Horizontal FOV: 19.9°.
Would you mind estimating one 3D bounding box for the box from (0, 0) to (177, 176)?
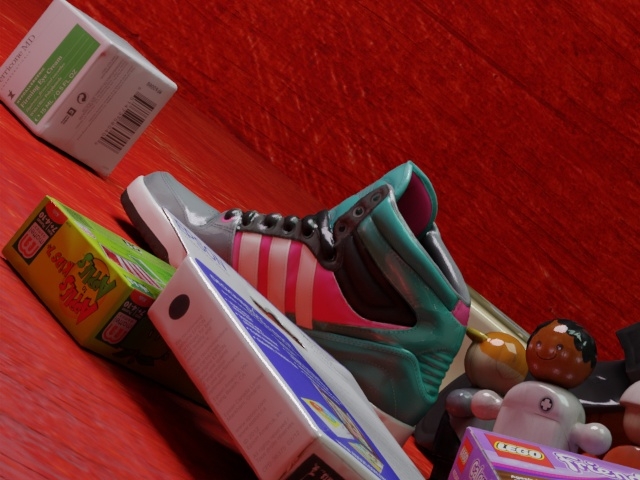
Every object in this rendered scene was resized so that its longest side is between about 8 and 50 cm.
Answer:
[{"bbox_3d":[-0.199,-0.129,1.528,0.087,0.101,0.102,42,5,37],"label":"box"}]

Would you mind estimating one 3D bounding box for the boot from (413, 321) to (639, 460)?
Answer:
[{"bbox_3d":[0.244,0.209,1.520,0.096,0.264,0.280,-93,159,-60],"label":"boot"}]

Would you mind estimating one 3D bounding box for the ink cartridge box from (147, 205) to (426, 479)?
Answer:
[{"bbox_3d":[-0.003,0.099,0.978,0.206,0.045,0.208,44,6,-43],"label":"ink cartridge box"}]

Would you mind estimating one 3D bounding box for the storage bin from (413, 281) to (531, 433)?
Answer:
[{"bbox_3d":[0.146,0.129,1.662,0.262,0.123,0.260,38,4,-12],"label":"storage bin"}]

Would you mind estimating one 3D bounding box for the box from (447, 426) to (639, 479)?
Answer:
[{"bbox_3d":[0.235,0.207,1.101,0.293,0.057,0.201,15,14,-14],"label":"box"}]

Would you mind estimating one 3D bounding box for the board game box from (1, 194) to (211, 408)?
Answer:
[{"bbox_3d":[-0.090,0.046,1.042,0.092,0.043,0.181,44,6,38],"label":"board game box"}]

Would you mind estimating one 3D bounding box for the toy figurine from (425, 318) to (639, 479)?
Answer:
[{"bbox_3d":[0.196,0.140,1.303,0.209,0.148,0.213,21,-9,-8],"label":"toy figurine"}]

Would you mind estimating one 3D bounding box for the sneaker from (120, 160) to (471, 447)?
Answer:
[{"bbox_3d":[0.000,0.000,1.370,0.295,0.178,0.124,40,5,17],"label":"sneaker"}]
